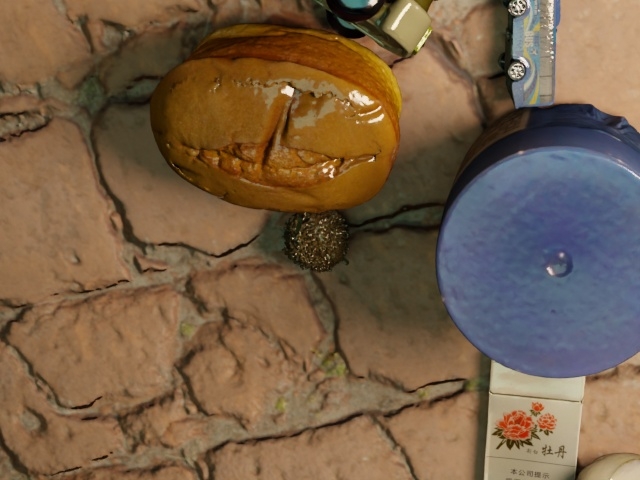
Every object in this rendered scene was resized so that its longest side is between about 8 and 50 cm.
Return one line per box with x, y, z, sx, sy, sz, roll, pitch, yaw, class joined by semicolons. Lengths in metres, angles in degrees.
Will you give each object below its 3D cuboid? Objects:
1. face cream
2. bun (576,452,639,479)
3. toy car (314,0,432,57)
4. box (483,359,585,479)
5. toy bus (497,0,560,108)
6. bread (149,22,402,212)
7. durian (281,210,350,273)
0.250;-0.010;1.691;0.249;0.225;0.249;3;110;8;face cream
0.331;0.305;1.864;0.094;0.138;0.138;12;120;52;bun
0.038;-0.323;1.650;0.248;0.204;0.198;34;91;-1;toy car
0.247;0.222;1.885;0.109;0.029;0.198;5;112;9;box
0.222;-0.217;1.713;0.061;0.051;0.153;-2;110;-2;toy bus
-0.044;-0.129;1.732;0.270;0.142;0.195;11;131;12;bread
0.000;0.000;1.828;0.091;0.080;0.080;33;114;-21;durian
